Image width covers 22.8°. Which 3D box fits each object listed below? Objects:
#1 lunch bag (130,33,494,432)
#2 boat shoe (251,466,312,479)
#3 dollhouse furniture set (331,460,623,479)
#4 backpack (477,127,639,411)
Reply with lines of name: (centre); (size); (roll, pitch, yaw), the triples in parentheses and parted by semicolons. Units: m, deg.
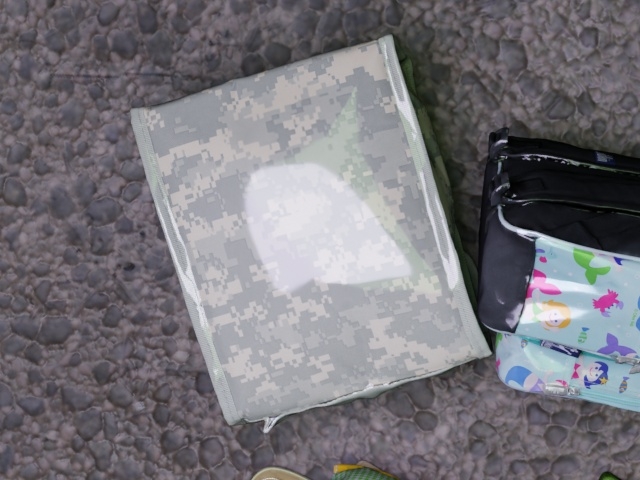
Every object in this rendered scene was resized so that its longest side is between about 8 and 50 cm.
lunch bag: (0.000, 0.000, 1.334); (0.235, 0.169, 0.287); (-16, 85, 8)
boat shoe: (-0.002, 0.259, 1.401); (0.153, 0.048, 0.056); (44, 97, 4)
dollhouse furniture set: (0.152, 0.240, 1.304); (0.301, 0.197, 0.151); (31, 97, 5)
backpack: (0.253, 0.026, 1.275); (0.253, 0.225, 0.191); (4, 114, 3)
